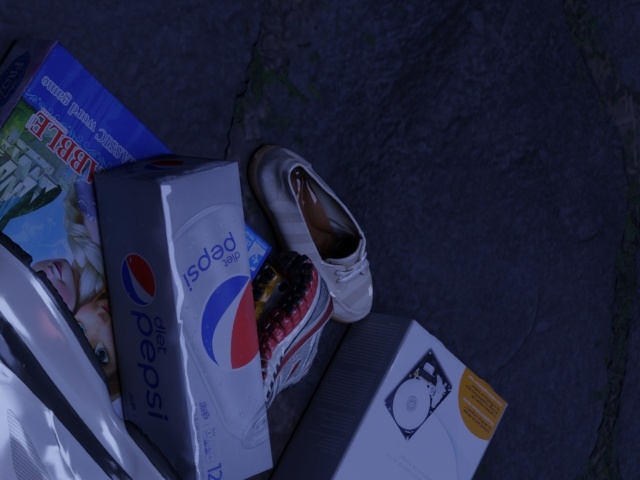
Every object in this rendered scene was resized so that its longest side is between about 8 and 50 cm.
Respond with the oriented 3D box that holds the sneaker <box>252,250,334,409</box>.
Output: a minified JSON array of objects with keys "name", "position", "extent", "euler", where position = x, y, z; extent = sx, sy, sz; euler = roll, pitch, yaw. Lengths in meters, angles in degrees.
[{"name":"sneaker","position":[-0.053,0.126,1.854],"extent":[0.225,0.088,0.093],"euler":[-57,141,-12]}]

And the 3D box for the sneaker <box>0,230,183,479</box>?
[{"name":"sneaker","position":[-0.257,0.228,1.573],"extent":[0.257,0.169,0.447],"euler":[-39,114,-19]}]

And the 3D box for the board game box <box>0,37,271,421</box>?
[{"name":"board game box","position":[-0.227,0.044,1.695],"extent":[0.319,0.066,0.318],"euler":[44,67,-37]}]

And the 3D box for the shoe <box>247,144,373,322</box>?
[{"name":"shoe","position":[0.000,0.000,1.903],"extent":[0.076,0.058,0.219],"euler":[-49,125,-27]}]

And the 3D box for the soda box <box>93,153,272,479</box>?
[{"name":"soda box","position":[-0.118,0.073,1.688],"extent":[0.091,0.098,0.286],"euler":[-18,108,-41]}]

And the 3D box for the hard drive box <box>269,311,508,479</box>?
[{"name":"hard drive box","position":[0.067,0.218,1.974],"extent":[0.181,0.089,0.232],"euler":[41,69,-37]}]
